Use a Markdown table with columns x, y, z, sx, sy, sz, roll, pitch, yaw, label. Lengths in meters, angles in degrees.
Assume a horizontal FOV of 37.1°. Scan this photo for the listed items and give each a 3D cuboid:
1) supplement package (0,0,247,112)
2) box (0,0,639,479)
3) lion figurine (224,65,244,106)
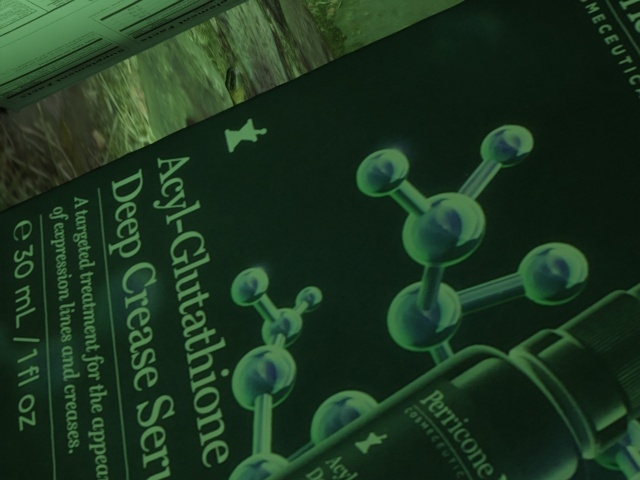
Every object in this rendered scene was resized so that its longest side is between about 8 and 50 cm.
| x | y | z | sx | sy | sz | roll | pitch | yaw | label |
| --- | --- | --- | --- | --- | --- | --- | --- | --- | --- |
| -0.177 | -0.213 | 0.499 | 0.262 | 0.198 | 0.199 | 8 | 59 | -78 | supplement package |
| 0.051 | 0.077 | 0.493 | 0.212 | 0.395 | 0.293 | 55 | 15 | -52 | box |
| 0.000 | 0.000 | 1.097 | 0.240 | 0.142 | 0.392 | 2 | 73 | -64 | lion figurine |
